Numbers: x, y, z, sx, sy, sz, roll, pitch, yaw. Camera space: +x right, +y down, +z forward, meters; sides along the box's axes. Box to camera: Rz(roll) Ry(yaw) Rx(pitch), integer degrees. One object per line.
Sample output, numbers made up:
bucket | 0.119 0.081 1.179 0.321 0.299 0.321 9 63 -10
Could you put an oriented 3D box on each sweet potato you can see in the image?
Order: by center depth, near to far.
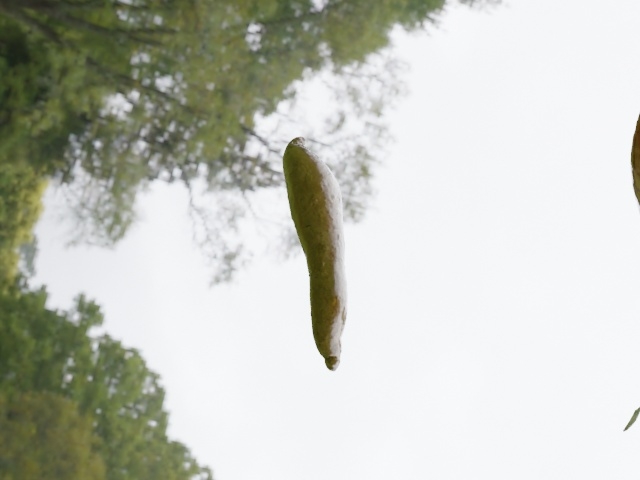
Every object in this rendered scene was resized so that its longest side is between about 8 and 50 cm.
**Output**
sweet potato | 0.000 0.000 0.455 0.026 0.026 0.115 129 -42 -53

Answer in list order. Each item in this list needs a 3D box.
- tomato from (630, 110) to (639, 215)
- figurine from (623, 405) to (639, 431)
tomato | 0.186 -0.034 0.349 0.155 0.156 0.069 -68 -152 20
figurine | 0.352 0.120 0.686 0.316 0.206 0.284 -13 -143 25
